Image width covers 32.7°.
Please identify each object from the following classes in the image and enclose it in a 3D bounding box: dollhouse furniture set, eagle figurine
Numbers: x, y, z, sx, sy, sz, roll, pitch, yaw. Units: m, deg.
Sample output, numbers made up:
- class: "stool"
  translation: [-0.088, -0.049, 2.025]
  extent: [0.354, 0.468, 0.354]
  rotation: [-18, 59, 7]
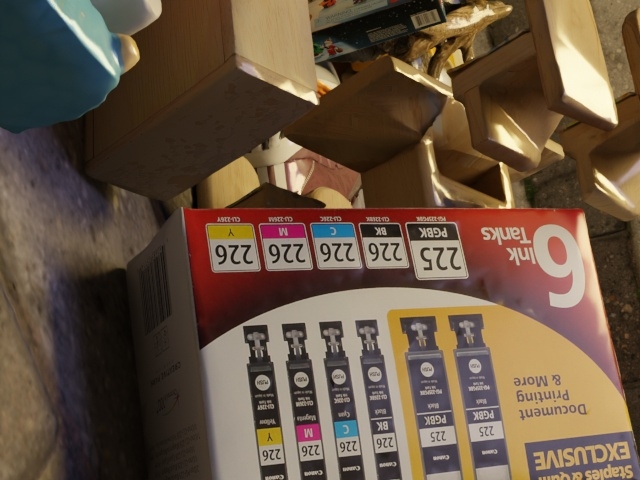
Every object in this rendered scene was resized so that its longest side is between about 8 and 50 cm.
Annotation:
- class: "dollhouse furniture set"
  translation: [0.024, -0.134, 0.849]
  extent: [0.394, 0.362, 0.256]
  rotation: [19, 55, -41]
- class: "eagle figurine"
  translation: [0.070, -0.298, 1.272]
  extent: [0.298, 0.225, 0.226]
  rotation: [36, -4, 38]

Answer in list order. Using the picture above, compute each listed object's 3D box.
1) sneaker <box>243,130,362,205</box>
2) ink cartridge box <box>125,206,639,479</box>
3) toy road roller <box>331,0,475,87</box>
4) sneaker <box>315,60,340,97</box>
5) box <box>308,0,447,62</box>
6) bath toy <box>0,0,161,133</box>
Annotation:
- class: "sneaker"
  translation: [-0.013, -0.025, 1.164]
  extent: [0.281, 0.106, 0.162]
  rotation: [3, 80, -67]
- class: "ink cartridge box"
  translation: [0.047, 0.124, 0.729]
  extent: [0.130, 0.309, 0.272]
  rotation: [-36, -121, 59]
- class: "toy road roller"
  translation: [0.084, -0.214, 1.531]
  extent: [0.329, 0.240, 0.202]
  rotation: [-51, 128, -53]
- class: "sneaker"
  translation: [-0.022, -0.183, 1.305]
  extent: [0.262, 0.099, 0.121]
  rotation: [45, 26, -82]
- class: "box"
  translation: [0.003, -0.258, 1.115]
  extent: [0.044, 0.233, 0.159]
  rotation: [56, 23, -52]
- class: "bath toy"
  translation: [-0.155, -0.195, 0.580]
  extent: [0.348, 0.129, 0.151]
  rotation: [-86, 154, -51]
